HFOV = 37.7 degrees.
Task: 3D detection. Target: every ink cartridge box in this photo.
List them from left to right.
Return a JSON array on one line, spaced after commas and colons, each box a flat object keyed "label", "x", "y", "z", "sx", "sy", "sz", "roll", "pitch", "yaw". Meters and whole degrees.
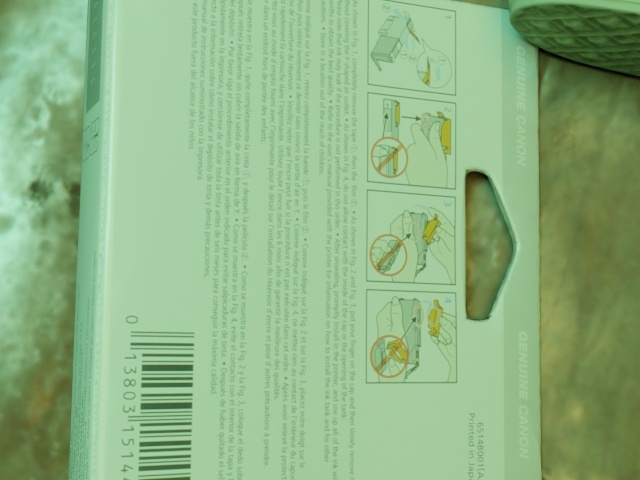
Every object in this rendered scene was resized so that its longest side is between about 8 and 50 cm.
[{"label": "ink cartridge box", "x": 0.000, "y": 0.000, "z": 0.527, "sx": 0.261, "sy": 0.066, "sz": 0.296, "roll": 4, "pitch": 83, "yaw": -26}]

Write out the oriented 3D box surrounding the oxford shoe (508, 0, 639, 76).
[{"label": "oxford shoe", "x": 0.329, "y": -0.132, "z": 0.496, "sx": 0.449, "sy": 0.169, "sz": 0.130, "roll": 14, "pitch": 86, "yaw": 6}]
